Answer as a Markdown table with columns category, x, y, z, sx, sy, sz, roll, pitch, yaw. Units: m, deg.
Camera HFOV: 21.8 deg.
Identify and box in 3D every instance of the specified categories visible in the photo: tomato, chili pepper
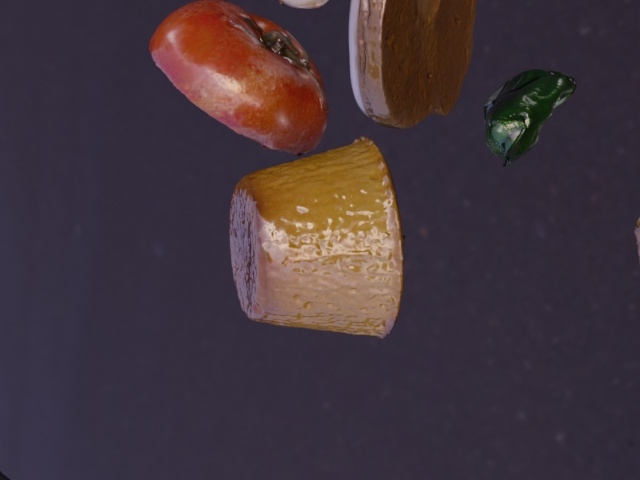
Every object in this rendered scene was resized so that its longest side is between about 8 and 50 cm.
| category | x | y | z | sx | sy | sz | roll | pitch | yaw |
| --- | --- | --- | --- | --- | --- | --- | --- | --- | --- |
| tomato | -0.081 | -0.205 | 1.944 | 0.095 | 0.236 | 0.237 | -54 | 54 | 18 |
| chili pepper | 0.201 | -0.127 | 1.666 | 0.062 | 0.108 | 0.216 | 41 | -164 | -2 |

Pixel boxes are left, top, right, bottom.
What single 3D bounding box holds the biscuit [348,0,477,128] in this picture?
| category | x | y | z | sx | sy | sz | roll | pitch | yaw |
| --- | --- | --- | --- | --- | --- | --- | --- | --- | --- |
| biscuit | 0.068 | -0.176 | 1.275 | 0.049 | 0.208 | 0.181 | 10 | 109 | 24 |

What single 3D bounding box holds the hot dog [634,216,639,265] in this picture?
| category | x | y | z | sx | sy | sz | roll | pitch | yaw |
| --- | --- | --- | --- | --- | --- | --- | --- | --- | --- |
| hot dog | 0.391 | 0.076 | 1.777 | 0.083 | 0.068 | 0.289 | 3 | 131 | 27 |

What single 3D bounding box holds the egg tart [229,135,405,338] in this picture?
| category | x | y | z | sx | sy | sz | roll | pitch | yaw |
| --- | --- | --- | --- | --- | --- | --- | --- | --- | --- |
| egg tart | 0.000 | 0.000 | 1.730 | 0.215 | 0.170 | 0.215 | 177 | 90 | -76 |

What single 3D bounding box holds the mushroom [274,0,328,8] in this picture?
| category | x | y | z | sx | sy | sz | roll | pitch | yaw |
| --- | --- | --- | --- | --- | --- | --- | --- | --- | --- |
| mushroom | -0.021 | -0.422 | 1.988 | 0.286 | 0.156 | 0.151 | 93 | 178 | -54 |

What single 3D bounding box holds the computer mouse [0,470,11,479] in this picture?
| category | x | y | z | sx | sy | sz | roll | pitch | yaw |
| --- | --- | --- | --- | --- | --- | --- | --- | --- | --- |
| computer mouse | -0.294 | 0.150 | 1.045 | 0.323 | 0.116 | 0.183 | 41 | -178 | -7 |
